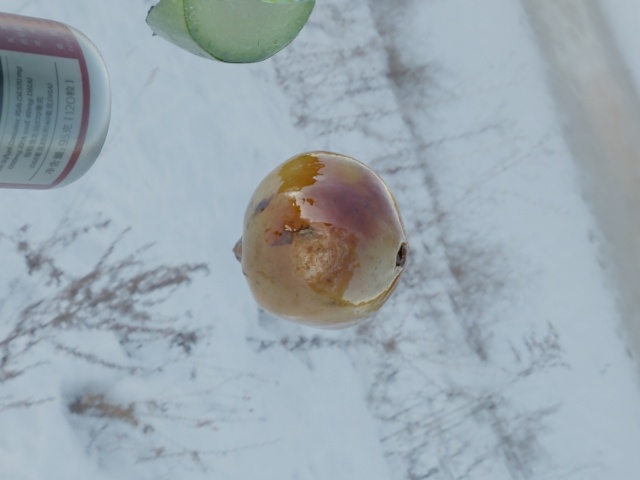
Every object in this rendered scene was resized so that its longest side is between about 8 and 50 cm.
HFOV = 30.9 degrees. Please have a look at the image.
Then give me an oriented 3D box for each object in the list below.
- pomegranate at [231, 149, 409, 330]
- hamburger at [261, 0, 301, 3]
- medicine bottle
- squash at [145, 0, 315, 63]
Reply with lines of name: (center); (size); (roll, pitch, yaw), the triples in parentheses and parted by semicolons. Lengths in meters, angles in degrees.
pomegranate: (0.006, 0.002, 1.348); (0.209, 0.209, 0.209); (38, 34, -32)
hamburger: (0.018, -0.228, 0.629); (0.235, 0.214, 0.125); (77, -3, -63)
medicine bottle: (-0.280, -0.103, 0.814); (0.250, 0.131, 0.131); (0, 61, -45)
squash: (-0.107, -0.237, 1.359); (0.192, 0.184, 0.085); (-9, 81, -30)
